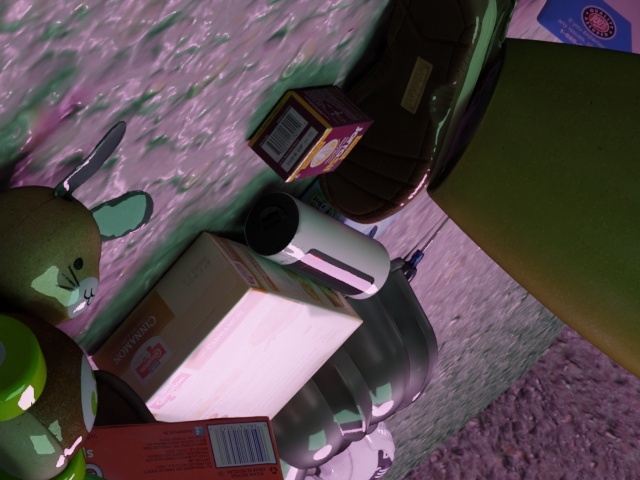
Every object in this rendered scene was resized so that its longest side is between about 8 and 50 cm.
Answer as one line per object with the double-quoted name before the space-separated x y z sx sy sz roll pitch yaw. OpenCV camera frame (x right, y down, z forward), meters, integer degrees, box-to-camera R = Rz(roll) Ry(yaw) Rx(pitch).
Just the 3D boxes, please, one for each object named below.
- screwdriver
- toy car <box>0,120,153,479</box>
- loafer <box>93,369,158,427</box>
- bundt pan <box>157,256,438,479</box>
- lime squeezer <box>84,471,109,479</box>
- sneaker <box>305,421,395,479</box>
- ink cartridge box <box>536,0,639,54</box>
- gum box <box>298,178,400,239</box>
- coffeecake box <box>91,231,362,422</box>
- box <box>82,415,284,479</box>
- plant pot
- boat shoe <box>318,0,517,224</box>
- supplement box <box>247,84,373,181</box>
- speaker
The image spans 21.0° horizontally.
"screwdriver" 0.124 0.001 1.976 0.170 0.024 0.025 -54 -165 10
"toy car" -0.154 0.027 0.962 0.188 0.149 0.155 -51 160 -22
"loafer" -0.242 0.248 1.353 0.366 0.134 0.130 -53 165 31
"bundt pan" -0.019 0.160 1.666 0.331 0.124 0.331 -36 174 -4
"lime squeezer" -0.267 0.142 1.051 0.310 0.110 0.059 -10 -164 -12
"sneaker" -0.041 0.321 2.182 0.210 0.137 0.366 -40 170 -30
"ink cartridge box" 0.352 -0.241 1.428 0.129 0.223 0.307 -41 168 -38
"gum box" 0.000 0.000 1.530 0.184 0.041 0.157 -49 166 15
"coffeecake box" -0.072 0.080 1.402 0.142 0.068 0.185 -47 152 13
"box" -0.174 0.224 1.162 0.300 0.154 0.142 -3 148 -22
"plant pot" 0.242 -0.035 1.349 0.274 0.294 0.275 -63 -172 15
"boat shoe" 0.083 -0.115 1.317 0.095 0.095 0.257 -40 167 -43
"supplement box" -0.007 -0.078 1.261 0.055 0.043 0.083 -52 166 23
"speaker" -0.002 0.005 1.405 0.055 0.055 0.136 -47 143 12
